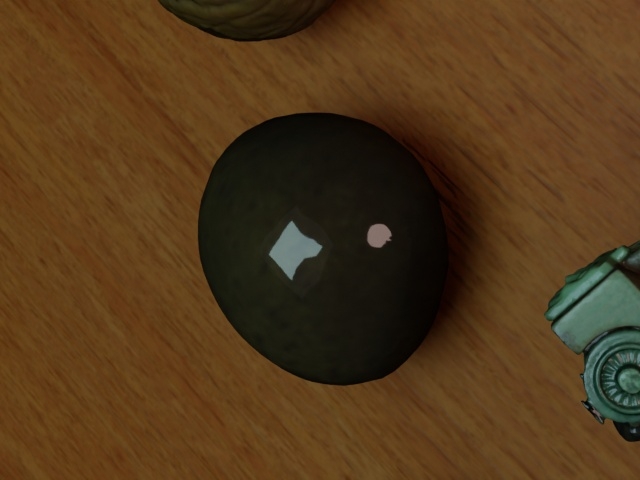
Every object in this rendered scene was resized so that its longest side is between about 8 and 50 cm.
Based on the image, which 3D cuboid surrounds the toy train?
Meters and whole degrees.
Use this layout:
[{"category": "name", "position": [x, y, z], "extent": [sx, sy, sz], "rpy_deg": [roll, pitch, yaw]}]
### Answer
[{"category": "toy train", "position": [0.312, 0.130, 1.222], "extent": [0.159, 0.129, 0.326], "rpy_deg": [-42, 86, 13]}]

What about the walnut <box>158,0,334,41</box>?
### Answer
[{"category": "walnut", "position": [-0.076, -0.285, 1.475], "extent": [0.228, 0.228, 0.228], "rpy_deg": [6, 100, 36]}]

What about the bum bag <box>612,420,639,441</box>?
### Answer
[{"category": "bum bag", "position": [0.332, 0.107, 1.312], "extent": [0.248, 0.069, 0.102], "rpy_deg": [-6, 78, 33]}]

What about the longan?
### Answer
[{"category": "longan", "position": [0.000, 0.000, 1.459], "extent": [0.246, 0.215, 0.246], "rpy_deg": [-21, 65, 59]}]
